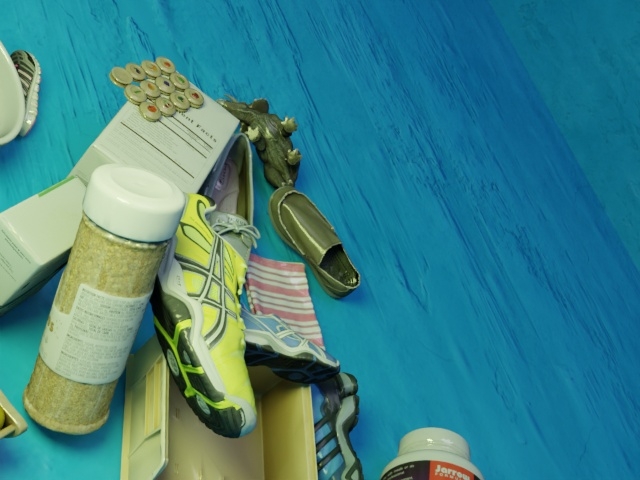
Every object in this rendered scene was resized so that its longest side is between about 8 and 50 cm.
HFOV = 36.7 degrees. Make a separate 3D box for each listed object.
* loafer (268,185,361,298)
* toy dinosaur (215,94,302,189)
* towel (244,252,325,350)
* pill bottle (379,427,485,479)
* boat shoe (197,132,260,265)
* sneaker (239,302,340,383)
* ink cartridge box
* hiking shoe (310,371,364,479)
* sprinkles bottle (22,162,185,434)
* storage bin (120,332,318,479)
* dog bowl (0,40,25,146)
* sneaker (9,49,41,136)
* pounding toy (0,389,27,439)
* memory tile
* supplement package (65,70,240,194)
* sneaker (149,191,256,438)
[{"bbox_3d":[0.000,0.000,1.808,0.094,0.087,0.251,-45,107,-22],"label":"loafer"},{"bbox_3d":[-0.084,-0.166,1.888,0.313,0.121,0.160,60,-2,-8],"label":"toy dinosaur"},{"bbox_3d":[-0.067,0.115,1.733,0.144,0.029,0.197,12,50,-39],"label":"towel"},{"bbox_3d":[0.176,0.465,1.541,0.182,0.181,0.322,34,38,-20],"label":"pill bottle"},{"bbox_3d":[-0.167,-0.057,1.719,0.118,0.103,0.320,27,41,-28],"label":"boat shoe"},{"bbox_3d":[-0.055,0.155,1.455,0.211,0.080,0.081,27,44,-30],"label":"sneaker"},{"bbox_3d":[-0.405,0.021,1.306,0.087,0.208,0.153,51,36,-3],"label":"ink cartridge box"},{"bbox_3d":[-0.007,0.352,1.541,0.132,0.113,0.304,6,52,-11],"label":"hiking shoe"},{"bbox_3d":[-0.283,0.080,1.246,0.121,0.355,0.121,20,22,-8],"label":"sprinkles bottle"},{"bbox_3d":[-0.148,0.278,1.416,0.262,0.123,0.260,24,42,-32],"label":"storage bin"},{"bbox_3d":[-0.559,-0.236,1.393,0.265,0.104,0.264,52,23,-34],"label":"dog bowl"},{"bbox_3d":[-0.504,-0.252,1.571,0.075,0.063,0.170,23,48,-41],"label":"sneaker"},{"bbox_3d":[-0.450,0.134,1.199,0.269,0.154,0.155,53,36,4],"label":"pounding toy"},{"bbox_3d":[-0.264,-0.249,1.568,0.113,0.012,0.148,49,37,8],"label":"memory tile"},{"bbox_3d":[-0.287,-0.127,1.590,0.175,0.177,0.293,38,36,-12],"label":"supplement package"},{"bbox_3d":[-0.156,0.083,1.330,0.147,0.145,0.384,-15,68,-25],"label":"sneaker"}]
